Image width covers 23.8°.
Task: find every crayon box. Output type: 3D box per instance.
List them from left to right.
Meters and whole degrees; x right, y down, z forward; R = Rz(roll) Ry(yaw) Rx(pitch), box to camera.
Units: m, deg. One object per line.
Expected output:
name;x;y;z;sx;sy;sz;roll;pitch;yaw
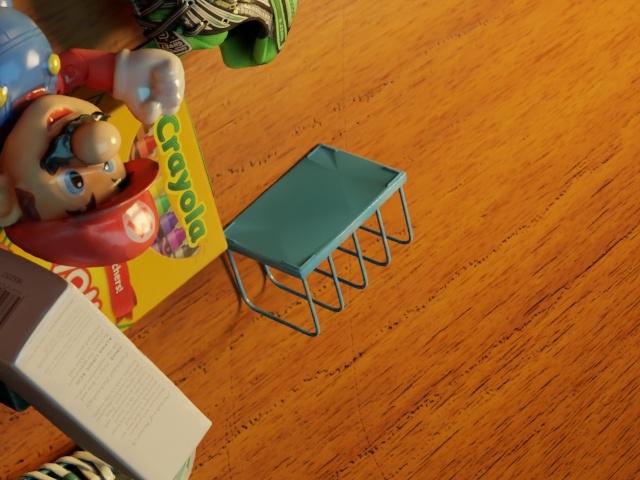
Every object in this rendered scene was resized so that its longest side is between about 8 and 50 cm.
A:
crayon box;-0.203;-0.024;1.353;0.318;0.081;0.202;-41;132;-32

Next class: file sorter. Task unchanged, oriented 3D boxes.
file sorter;0.000;0.000;1.573;0.170;0.118;0.104;-44;138;-29

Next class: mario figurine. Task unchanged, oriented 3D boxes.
mario figurine;-0.219;-0.124;1.145;0.198;0.170;0.320;-33;101;2

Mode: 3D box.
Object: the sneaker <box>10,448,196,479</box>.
sneaker;-0.235;0.253;1.406;0.302;0.108;0.121;-49;140;-23

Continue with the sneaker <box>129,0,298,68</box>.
sneaker;-0.125;-0.239;1.295;0.343;0.134;0.146;16;80;-51

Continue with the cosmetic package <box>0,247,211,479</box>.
cosmetic package;-0.201;0.109;1.254;0.085;0.117;0.231;-55;140;-15
